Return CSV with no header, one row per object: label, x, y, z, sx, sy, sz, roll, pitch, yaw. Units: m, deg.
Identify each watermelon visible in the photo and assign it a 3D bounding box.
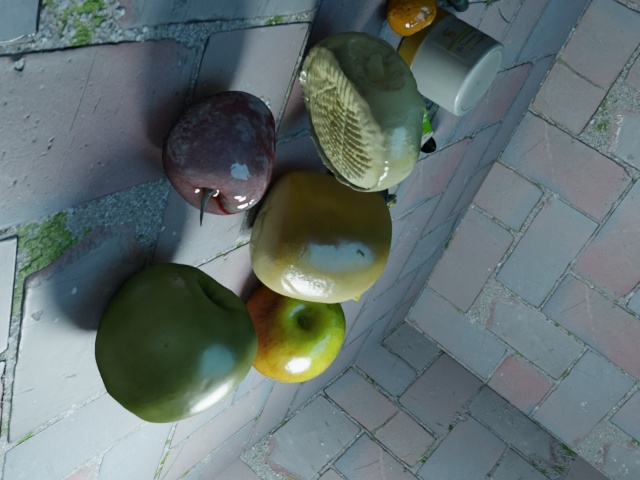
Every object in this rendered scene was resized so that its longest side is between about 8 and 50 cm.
watermelon,0.333,-0.460,2.185,0.139,0.071,0.187,-33,153,-35

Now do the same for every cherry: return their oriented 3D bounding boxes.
cherry,-0.196,-0.161,1.296,0.236,0.213,0.285,129,-20,-73

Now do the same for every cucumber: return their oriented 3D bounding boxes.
cucumber,0.376,-0.367,2.426,0.081,0.072,0.303,-54,161,3

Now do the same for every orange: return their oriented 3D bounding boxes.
orange,0.227,-0.579,1.660,0.136,0.117,0.135,-23,-165,7

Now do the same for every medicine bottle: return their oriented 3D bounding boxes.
medicine bottle,0.406,-0.704,1.950,0.047,0.047,0.083,-57,160,12
medicine bottle,0.370,-0.515,1.918,0.238,0.232,0.238,-45,159,-22

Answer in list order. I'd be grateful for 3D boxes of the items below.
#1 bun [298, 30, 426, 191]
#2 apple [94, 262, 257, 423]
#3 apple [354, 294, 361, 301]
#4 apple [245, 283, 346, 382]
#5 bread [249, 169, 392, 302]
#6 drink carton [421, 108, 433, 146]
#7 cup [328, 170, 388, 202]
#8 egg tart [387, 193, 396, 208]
bun,0.113,-0.296,1.502,0.202,0.364,0.364,-22,150,-20
apple,-0.328,0.232,1.495,0.357,0.357,0.357,-44,159,-22
apple,0.058,0.068,2.167,0.314,0.252,0.309,-20,154,14
apple,-0.083,0.275,2.082,0.339,0.340,0.339,-44,159,-22
bread,0.000,0.000,1.799,0.376,0.253,0.347,15,102,-30
drink carton,0.253,-0.352,2.098,0.161,0.108,0.271,-46,162,3
cup,0.090,-0.163,2.020,0.199,0.199,0.150,-50,142,-7
egg tart,0.132,-0.125,2.166,0.234,0.234,0.094,-28,106,-50
